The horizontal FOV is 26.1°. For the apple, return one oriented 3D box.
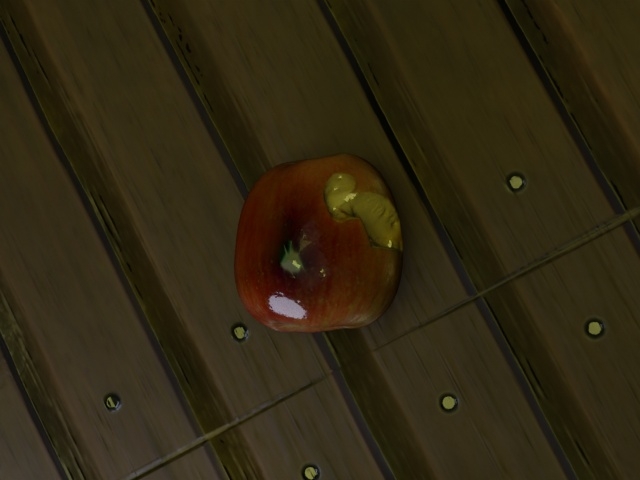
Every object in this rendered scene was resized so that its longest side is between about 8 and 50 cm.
[{"bbox_3d":[0.000,0.000,1.366,0.199,0.199,0.199,0,90,15],"label":"apple"}]
